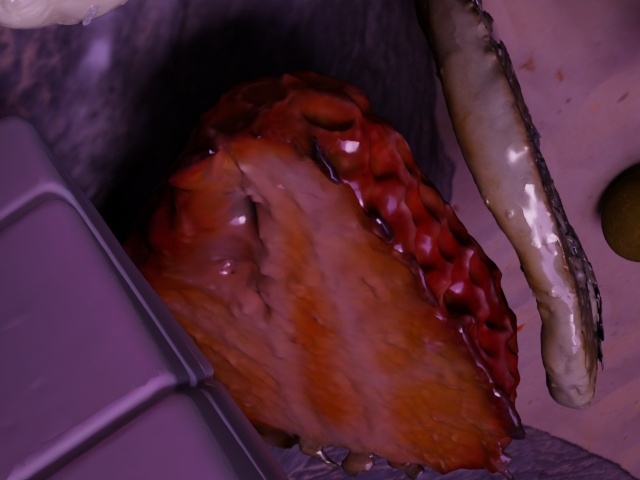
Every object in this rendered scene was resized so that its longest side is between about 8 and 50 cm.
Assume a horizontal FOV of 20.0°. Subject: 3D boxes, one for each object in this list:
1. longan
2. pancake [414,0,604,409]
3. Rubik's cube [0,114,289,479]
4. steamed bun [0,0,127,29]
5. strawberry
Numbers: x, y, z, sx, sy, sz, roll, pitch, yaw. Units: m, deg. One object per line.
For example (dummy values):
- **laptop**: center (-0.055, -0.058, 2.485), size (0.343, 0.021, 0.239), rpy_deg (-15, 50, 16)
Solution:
- **longan**: center (0.245, -0.016, 1.345), size (0.075, 0.075, 0.083), rpy_deg (-37, 151, 0)
- **pancake**: center (0.113, -0.034, 1.043), size (0.049, 0.282, 0.282), rpy_deg (-20, 147, 6)
- **Rubik's cube**: center (-0.154, 0.197, 0.867), size (0.316, 0.319, 0.322), rpy_deg (-33, 133, -4)
- **steamed bun**: center (-0.123, -0.164, 0.807), size (0.112, 0.091, 0.130), rpy_deg (-13, 137, -38)
- **strawberry**: center (-0.011, 0.005, 1.045), size (0.280, 0.253, 0.150), rpy_deg (56, 45, -33)
